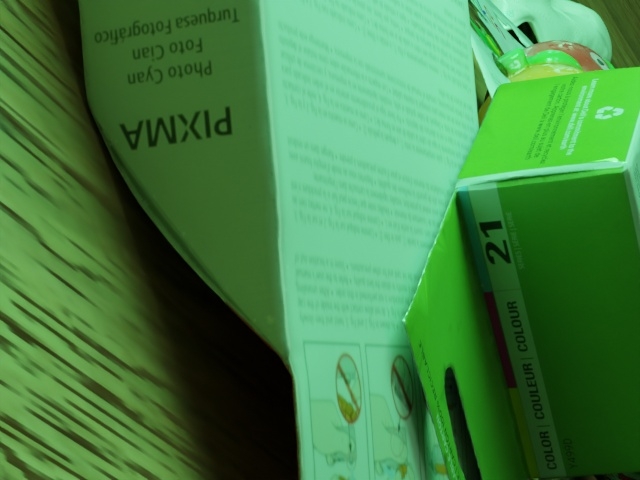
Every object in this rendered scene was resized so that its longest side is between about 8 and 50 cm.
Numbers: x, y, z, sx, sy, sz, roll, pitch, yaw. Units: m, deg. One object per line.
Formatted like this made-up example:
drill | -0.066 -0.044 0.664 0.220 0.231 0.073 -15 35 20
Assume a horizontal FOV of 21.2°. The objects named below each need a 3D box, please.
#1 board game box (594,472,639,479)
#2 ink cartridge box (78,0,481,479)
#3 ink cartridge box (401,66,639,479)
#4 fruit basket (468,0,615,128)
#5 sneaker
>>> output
board game box | 0.267 0.201 1.024 0.213 0.046 0.317 49 -4 0
ink cartridge box | 0.000 0.000 0.809 0.308 0.091 0.385 11 74 -68
ink cartridge box | 0.132 0.049 0.879 0.255 0.097 0.189 -63 141 -57
fruit basket | 0.195 -0.066 1.223 0.327 0.165 0.353 41 26 -42
sneaker | 0.198 -0.175 1.533 0.212 0.080 0.094 30 52 -50
